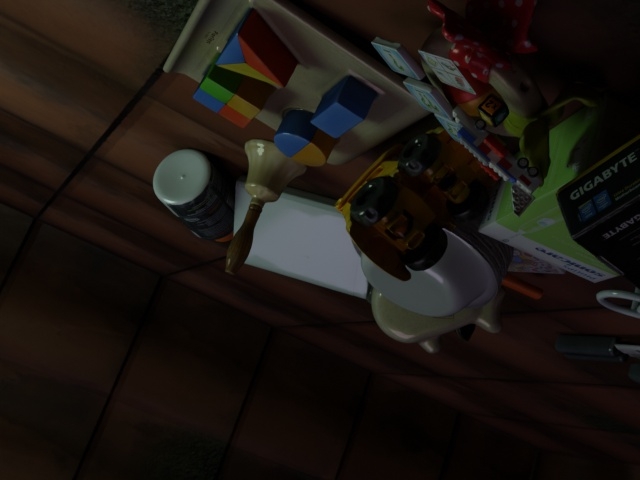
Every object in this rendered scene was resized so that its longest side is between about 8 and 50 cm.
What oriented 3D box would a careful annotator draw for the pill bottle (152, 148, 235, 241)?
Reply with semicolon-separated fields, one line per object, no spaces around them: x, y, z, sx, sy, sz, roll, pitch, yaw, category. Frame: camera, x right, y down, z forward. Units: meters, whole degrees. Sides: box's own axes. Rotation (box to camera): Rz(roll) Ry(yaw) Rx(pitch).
-0.247;-0.082;1.614;0.130;0.131;0.246;13;161;21;pill bottle

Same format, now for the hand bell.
-0.124;-0.050;1.387;0.126;0.242;0.126;19;163;6;hand bell

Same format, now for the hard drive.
-0.033;-0.007;1.577;0.307;0.040;0.203;15;124;13;hard drive

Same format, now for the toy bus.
0.132;-0.078;1.174;0.149;0.220;0.211;40;-173;-24;toy bus

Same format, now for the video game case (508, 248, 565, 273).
0.317;0.003;1.417;0.206;0.026;0.227;1;155;47;video game case

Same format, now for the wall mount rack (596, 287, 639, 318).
0.619;0.074;1.148;0.349;0.131;0.304;16;166;13;wall mount rack

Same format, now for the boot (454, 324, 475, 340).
0.298;0.169;1.881;0.137;0.077;0.198;12;148;39;boot

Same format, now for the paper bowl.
0.187;0.028;1.352;0.284;0.148;0.284;25;152;14;paper bowl

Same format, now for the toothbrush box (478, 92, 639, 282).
0.376;-0.055;1.020;0.206;0.122;0.283;22;161;-7;toothbrush box

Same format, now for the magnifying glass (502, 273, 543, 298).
0.334;0.061;1.493;0.230;0.026;0.092;26;161;-8;magnifying glass

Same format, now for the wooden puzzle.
-0.044;-0.210;1.093;0.347;0.081;0.322;26;162;-17;wooden puzzle

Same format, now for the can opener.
0.660;0.270;1.719;0.076;0.095;0.283;31;159;-29;can opener

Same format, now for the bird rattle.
0.188;-0.180;0.867;0.253;0.143;0.207;34;175;-29;bird rattle

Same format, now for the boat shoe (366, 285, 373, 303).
0.247;0.110;1.707;0.320;0.118;0.103;4;-159;36;boat shoe

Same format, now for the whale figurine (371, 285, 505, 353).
0.244;0.126;1.585;0.271;0.217;0.141;2;-171;8;whale figurine

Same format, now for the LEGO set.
0.148;-0.130;0.838;0.182;0.060;0.244;44;-179;-30;LEGO set

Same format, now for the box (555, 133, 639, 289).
0.450;-0.054;0.771;0.257;0.079;0.322;29;130;-30;box
